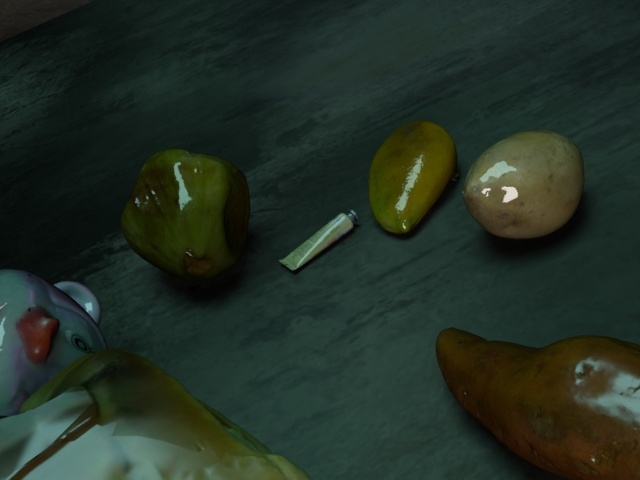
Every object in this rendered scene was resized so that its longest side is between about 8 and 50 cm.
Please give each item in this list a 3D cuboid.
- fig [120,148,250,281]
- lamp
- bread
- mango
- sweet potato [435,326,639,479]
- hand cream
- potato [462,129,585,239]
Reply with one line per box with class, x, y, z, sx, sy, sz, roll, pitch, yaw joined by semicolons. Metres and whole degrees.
fig;-0.147;-0.024;1.058;0.154;0.144;0.166;-14;48;-17
lamp;-0.350;0.127;0.838;0.247;0.301;0.247;-48;36;35
bread;-0.195;0.224;0.631;0.341;0.210;0.300;-33;29;-23
mango;0.103;-0.078;1.067;0.101;0.066;0.188;-4;44;28
sweet potato;0.199;0.121;0.652;0.359;0.112;0.112;8;42;46
hand cream;0.000;0.000;1.048;0.102;0.022;0.035;-38;34;-15
potato;0.207;-0.058;0.933;0.112;0.112;0.147;12;37;43
